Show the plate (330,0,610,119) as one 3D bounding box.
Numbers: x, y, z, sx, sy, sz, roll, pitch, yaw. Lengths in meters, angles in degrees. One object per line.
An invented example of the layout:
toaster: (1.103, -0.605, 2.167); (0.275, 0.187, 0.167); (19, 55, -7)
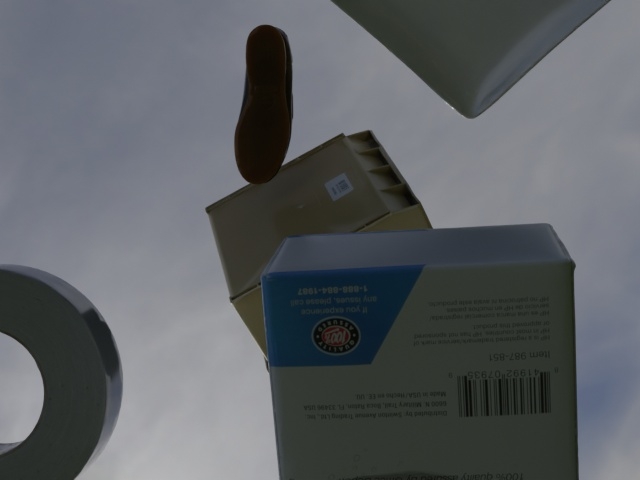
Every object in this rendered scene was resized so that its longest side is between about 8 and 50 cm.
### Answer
plate: (0.175, -0.318, 1.269); (0.277, 0.278, 0.045); (39, -144, -13)

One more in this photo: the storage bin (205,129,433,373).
storage bin: (0.000, 0.000, 1.390); (0.260, 0.262, 0.123); (-28, -60, 2)

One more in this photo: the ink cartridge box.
ink cartridge box: (0.083, 0.152, 0.846); (0.129, 0.223, 0.307); (-70, -23, -76)

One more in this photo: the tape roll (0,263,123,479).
tape roll: (-0.288, 0.130, 0.945); (0.072, 0.219, 0.219); (6, -71, -89)

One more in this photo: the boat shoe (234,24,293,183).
boat shoe: (-0.068, -0.175, 1.406); (0.073, 0.073, 0.207); (-10, -73, -84)
